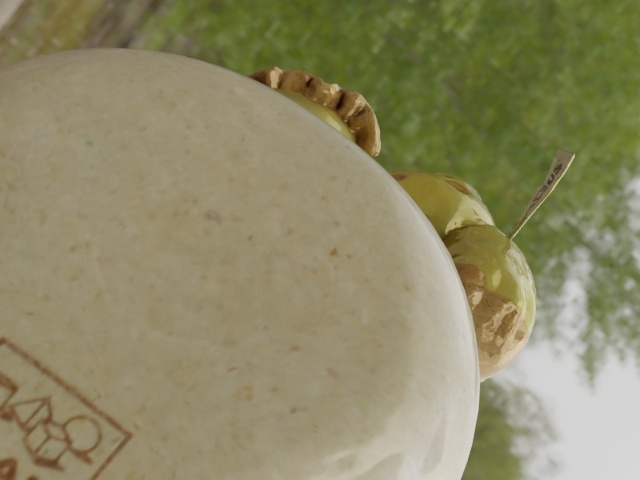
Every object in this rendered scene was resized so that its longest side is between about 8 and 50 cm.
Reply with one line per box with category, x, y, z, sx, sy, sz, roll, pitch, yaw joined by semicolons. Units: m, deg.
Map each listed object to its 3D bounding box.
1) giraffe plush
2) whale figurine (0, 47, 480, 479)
giraffe plush;0.000;0.000;0.786;0.210;0.170;0.181;-61;-168;-16
whale figurine;-0.079;0.074;0.432;0.272;0.216;0.141;-51;173;-35
